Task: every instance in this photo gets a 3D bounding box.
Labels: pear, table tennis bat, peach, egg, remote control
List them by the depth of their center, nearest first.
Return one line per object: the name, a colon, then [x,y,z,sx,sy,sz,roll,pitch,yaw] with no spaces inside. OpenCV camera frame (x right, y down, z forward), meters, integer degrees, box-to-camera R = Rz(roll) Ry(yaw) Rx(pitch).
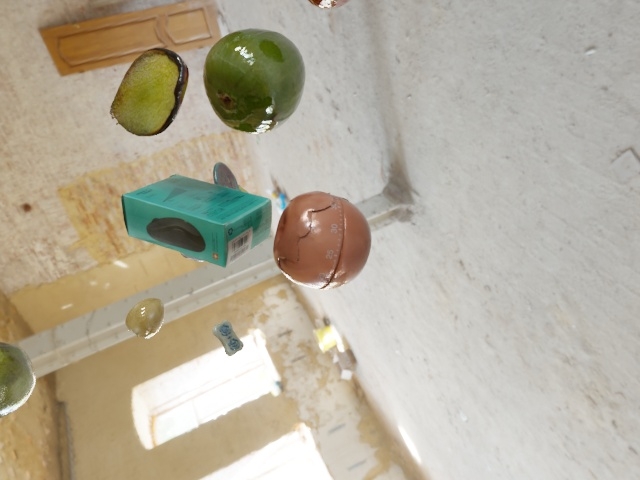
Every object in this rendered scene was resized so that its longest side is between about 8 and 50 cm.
peach: [-0.383,-0.328,1.167,0.279,0.068,0.189,-5,85,37]
egg: [-0.400,0.176,1.168,0.080,0.096,0.080,28,162,10]
pear: [-1.062,0.443,1.615,0.269,0.269,0.321,60,142,27]
table tennis bat: [-0.277,-0.157,1.616,0.244,0.040,0.153,40,-144,-65]
remote control: [-0.320,0.339,1.761,0.122,0.074,0.032,56,140,6]

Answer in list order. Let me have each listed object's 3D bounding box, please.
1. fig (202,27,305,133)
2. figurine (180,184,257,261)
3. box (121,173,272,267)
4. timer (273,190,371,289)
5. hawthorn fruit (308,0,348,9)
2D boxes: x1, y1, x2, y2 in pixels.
fig: [-0.175,-0.478,1.492,0.316,0.316,0.316,59,164,28]
figurine: [-0.382,-0.072,1.921,0.340,0.323,0.232,-35,78,34]
box: [-0.302,-0.058,1.256,0.311,0.205,0.118,16,116,21]
timer: [0.000,0.000,1.205,0.229,0.214,0.230,-48,33,47]
hawthorn fruit: [0.027,-0.748,1.273,0.275,0.299,0.275,40,-152,-27]
